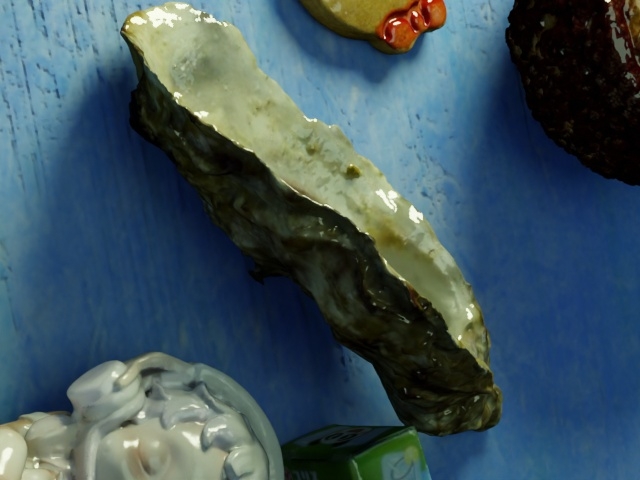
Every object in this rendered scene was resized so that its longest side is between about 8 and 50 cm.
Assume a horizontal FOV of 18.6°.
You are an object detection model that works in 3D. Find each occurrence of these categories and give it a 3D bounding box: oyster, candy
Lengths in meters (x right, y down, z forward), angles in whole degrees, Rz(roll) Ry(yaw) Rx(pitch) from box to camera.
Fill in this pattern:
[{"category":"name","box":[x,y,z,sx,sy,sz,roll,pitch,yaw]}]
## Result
[{"category":"oyster","box":[0.011,0.017,1.236,0.111,0.204,0.396,-40,109,9]},{"category":"candy","box":[0.041,0.219,1.273,0.062,0.097,0.194,-21,98,-32]}]

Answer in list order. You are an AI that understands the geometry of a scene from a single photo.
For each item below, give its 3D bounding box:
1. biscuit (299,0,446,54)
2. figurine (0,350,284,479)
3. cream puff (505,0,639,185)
[{"category":"biscuit","box":[0.026,-0.240,1.347,0.166,0.036,0.225,-6,89,-36]},{"category":"figurine","box":[-0.116,0.149,1.148,0.237,0.141,0.162,-3,92,-34]},{"category":"cream puff","box":[0.238,-0.154,1.402,0.239,0.165,0.239,3,84,-33]}]
